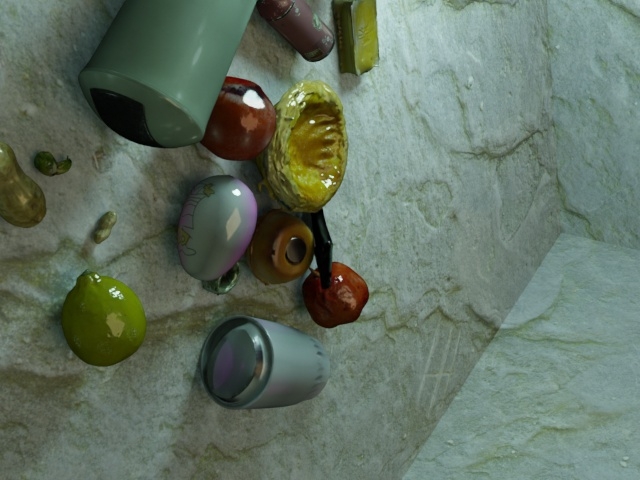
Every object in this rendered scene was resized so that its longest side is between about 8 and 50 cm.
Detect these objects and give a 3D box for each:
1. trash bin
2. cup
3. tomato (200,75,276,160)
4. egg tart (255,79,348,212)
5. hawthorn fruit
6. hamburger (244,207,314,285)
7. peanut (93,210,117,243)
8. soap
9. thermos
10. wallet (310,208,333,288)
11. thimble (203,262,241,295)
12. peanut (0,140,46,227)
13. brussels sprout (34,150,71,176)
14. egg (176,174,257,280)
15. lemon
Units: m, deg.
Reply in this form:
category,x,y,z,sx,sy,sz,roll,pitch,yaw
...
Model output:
category,x,y,z,sx,sy,sz,roll,pitch,yaw
trash bin,-0.320,-0.409,1.609,0.280,0.280,0.432,40,67,-52
cup,-0.150,0.357,2.167,0.371,0.253,0.253,20,87,-58
tomato,-0.210,-0.304,1.848,0.208,0.208,0.184,-35,145,-41
egg tart,-0.063,-0.262,2.103,0.388,0.169,0.388,-25,121,-51
hawthorn fruit,0.026,0.148,2.380,0.243,0.207,0.207,51,61,-28
hamburger,-0.120,0.022,2.157,0.237,0.147,0.237,-7,101,-43
peanut,-0.493,-0.030,1.724,0.037,0.037,0.083,34,73,-53
soap,0.113,-0.626,2.270,0.135,0.076,0.233,-38,130,-41
thermos,-0.077,-0.602,1.965,0.330,0.109,0.136,29,82,-59
wallet,0.000,0.000,2.235,0.318,0.045,0.172,-101,-172,-59
thimble,-0.270,0.098,2.053,0.110,0.062,0.084,-57,143,-21
peanut,-0.614,-0.113,1.471,0.229,0.103,0.098,68,35,-44
brussels sprout,-0.558,-0.158,1.575,0.083,0.046,0.051,8,95,-55
egg,-0.268,-0.033,1.899,0.271,0.196,0.196,-57,144,5
lemon,-0.489,0.178,1.693,0.184,0.184,0.248,-41,135,-37
